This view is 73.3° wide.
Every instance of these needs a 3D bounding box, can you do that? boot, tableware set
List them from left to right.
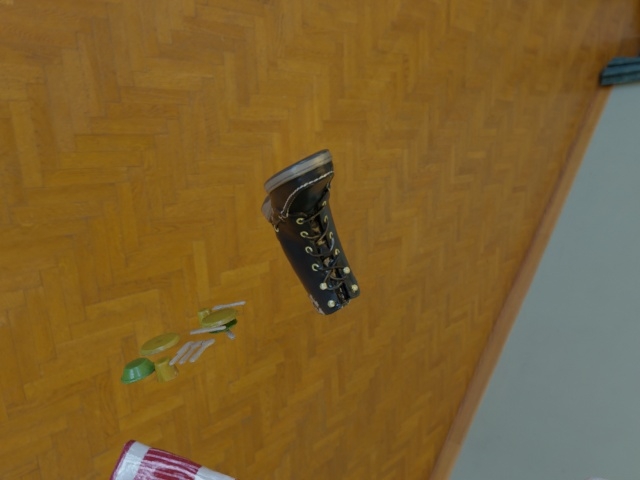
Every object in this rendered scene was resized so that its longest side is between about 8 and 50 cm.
[{"bbox_3d":[-0.152,0.116,0.496,0.154,0.103,0.024,-59,135,-71],"label":"tableware set"},{"bbox_3d":[0.001,-0.001,0.541,0.085,0.236,0.179,-27,87,-16],"label":"boot"}]

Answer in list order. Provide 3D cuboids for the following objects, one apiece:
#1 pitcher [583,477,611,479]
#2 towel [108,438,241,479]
[{"bbox_3d":[0.203,0.163,0.116,0.177,0.207,0.125,38,67,-2],"label":"pitcher"},{"bbox_3d":[-0.148,0.412,0.514,0.037,0.328,0.237,74,33,-63],"label":"towel"}]
